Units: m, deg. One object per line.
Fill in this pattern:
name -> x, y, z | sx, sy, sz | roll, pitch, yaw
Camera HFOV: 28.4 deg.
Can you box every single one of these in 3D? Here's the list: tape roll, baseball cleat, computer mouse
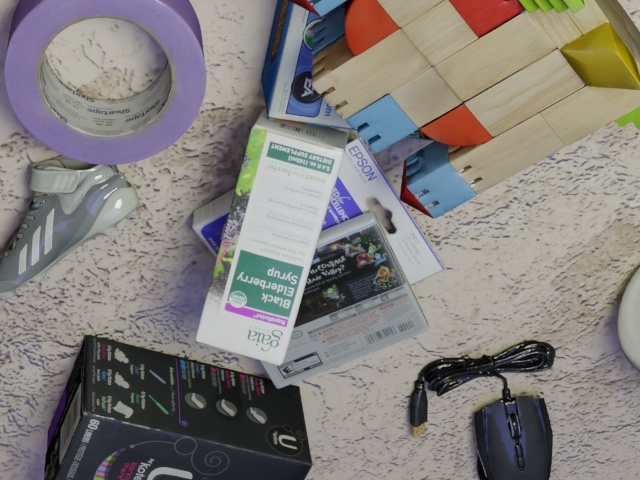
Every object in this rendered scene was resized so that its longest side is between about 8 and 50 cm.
tape roll -> -0.205, -0.173, 1.218 | 0.189, 0.080, 0.189 | -4, 125, -6
baseball cleat -> -0.292, -0.021, 1.324 | 0.206, 0.072, 0.109 | -32, 109, 7
computer mouse -> 0.205, 0.248, 1.574 | 0.184, 0.060, 0.262 | -8, 124, -5

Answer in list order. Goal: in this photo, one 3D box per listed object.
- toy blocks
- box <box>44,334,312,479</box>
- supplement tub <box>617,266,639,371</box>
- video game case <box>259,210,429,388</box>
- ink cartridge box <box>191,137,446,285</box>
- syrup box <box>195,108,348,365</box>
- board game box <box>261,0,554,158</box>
toy blocks -> 0.108, -0.186, 1.114 | 0.261, 0.191, 0.381 | -29, 124, 24
box -> -0.167, 0.240, 1.461 | 0.270, 0.143, 0.165 | 16, 120, -19
supplement tub -> 0.512, 0.136, 1.466 | 0.316, 0.193, 0.193 | 33, 113, -27
video game case -> 0.003, 0.069, 1.394 | 0.190, 0.022, 0.173 | -22, 126, 9
ink cartridge box -> 0.000, 0.000, 1.385 | 0.208, 0.045, 0.206 | -27, 123, 12
syrup box -> -0.049, -0.003, 1.282 | 0.093, 0.096, 0.237 | 16, 107, -1
board game box -> 0.121, -0.248, 1.214 | 0.302, 0.086, 0.308 | 7, 122, -13
